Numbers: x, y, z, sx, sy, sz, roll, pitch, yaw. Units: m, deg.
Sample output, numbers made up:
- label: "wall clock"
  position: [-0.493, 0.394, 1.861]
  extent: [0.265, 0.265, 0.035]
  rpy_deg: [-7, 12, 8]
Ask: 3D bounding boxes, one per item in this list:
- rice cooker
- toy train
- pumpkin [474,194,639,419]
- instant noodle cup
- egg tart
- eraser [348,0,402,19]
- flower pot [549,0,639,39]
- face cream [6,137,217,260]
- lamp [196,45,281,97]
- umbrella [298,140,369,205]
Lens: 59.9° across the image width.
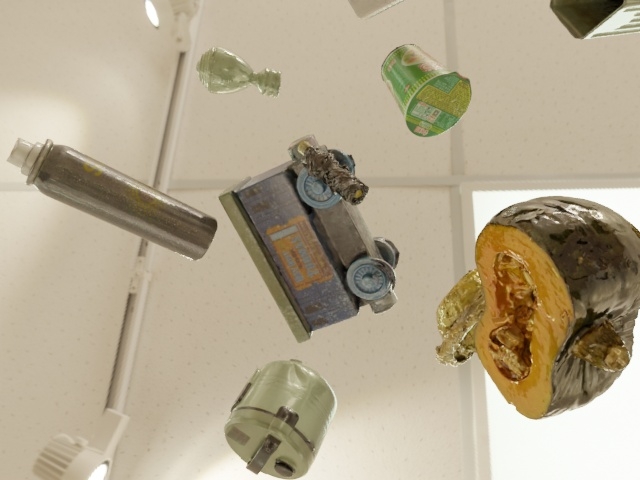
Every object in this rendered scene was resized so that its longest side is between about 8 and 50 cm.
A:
- label: "rice cooker"
  position: [-0.094, 0.411, 1.262]
  extent: [0.226, 0.225, 0.244]
  rpy_deg: [15, -137, 14]
- label: "toy train"
  position: [-0.007, -0.002, 0.859]
  extent: [0.202, 0.131, 0.299]
  rpy_deg: [-23, -76, 19]
- label: "pumpkin"
  position: [0.314, 0.100, 0.726]
  extent: [0.140, 0.316, 0.222]
  rpy_deg: [-20, -145, -22]
- label: "instant noodle cup"
  position: [0.290, -0.448, 1.598]
  extent: [0.207, 0.207, 0.232]
  rpy_deg: [-23, -130, -3]
- label: "egg tart"
  position: [0.352, 0.158, 1.237]
  extent: [0.288, 0.288, 0.118]
  rpy_deg: [-39, -121, -10]
- label: "eraser"
  position: [0.179, -0.455, 0.850]
  extent: [0.270, 0.094, 0.174]
  rpy_deg: [-15, -140, 38]
- label: "flower pot"
  position: [0.568, -0.504, 1.025]
  extent: [0.190, 0.239, 0.209]
  rpy_deg: [-10, -98, -10]
- label: "face cream"
  position: [-0.282, -0.058, 0.772]
  extent: [0.284, 0.073, 0.073]
  rpy_deg: [27, -115, -27]
- label: "lamp"
  position: [-0.184, -0.375, 1.259]
  extent: [0.193, 0.106, 0.106]
  rpy_deg: [10, -114, -11]
- label: "umbrella"
  position: [0.010, -0.090, 0.717]
  extent: [0.040, 0.037, 0.144]
  rpy_deg: [-23, -138, -20]
